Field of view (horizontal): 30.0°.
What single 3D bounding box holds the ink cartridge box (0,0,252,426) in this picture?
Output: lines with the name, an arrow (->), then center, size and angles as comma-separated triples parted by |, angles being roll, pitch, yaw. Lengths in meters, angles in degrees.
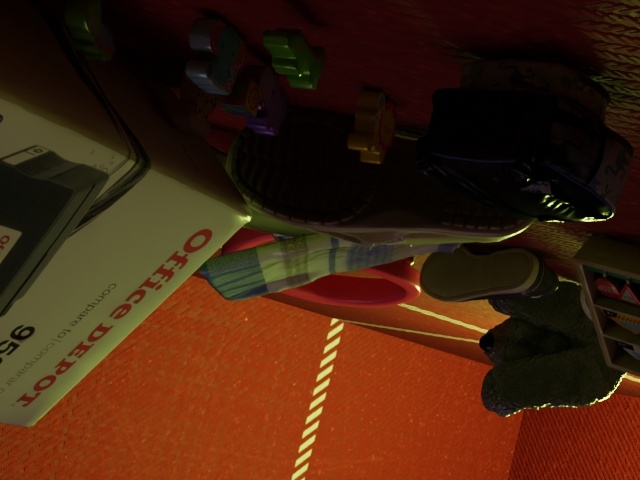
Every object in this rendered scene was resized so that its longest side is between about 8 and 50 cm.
ink cartridge box -> -0.279, -0.030, 0.861 | 0.166, 0.285, 0.395 | 55, -165, 28

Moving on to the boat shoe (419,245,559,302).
boat shoe -> 0.204, 0.048, 1.463 | 0.065, 0.075, 0.206 | 23, 165, -33

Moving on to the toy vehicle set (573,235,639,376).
toy vehicle set -> 0.382, 0.093, 1.154 | 0.266, 0.035, 0.166 | 17, 144, 44

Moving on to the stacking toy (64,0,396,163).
stacking toy -> -0.055, -0.116, 0.831 | 0.166, 0.052, 0.221 | 10, 170, 22

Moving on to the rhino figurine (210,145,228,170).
rhino figurine -> -0.176, -0.095, 1.121 | 0.243, 0.073, 0.106 | 16, 169, -25

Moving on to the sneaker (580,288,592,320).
sneaker -> 0.398, 0.075, 1.254 | 0.226, 0.086, 0.163 | 18, 169, 1

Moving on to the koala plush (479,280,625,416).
koala plush -> 0.300, 0.150, 1.636 | 0.203, 0.196, 0.221 | 5, 170, -6

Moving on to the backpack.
backpack -> 0.132, -0.059, 0.727 | 0.114, 0.084, 0.105 | 27, 167, -39

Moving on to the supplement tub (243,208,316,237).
supplement tub -> -0.038, -0.041, 1.270 | 0.107, 0.071, 0.071 | 12, 173, 25

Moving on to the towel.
towel -> 0.022, 0.014, 1.248 | 0.284, 0.034, 0.209 | -13, 172, -2

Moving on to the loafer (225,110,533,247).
loafer -> 0.051, -0.039, 0.984 | 0.268, 0.102, 0.092 | 11, 166, 18

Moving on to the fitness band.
fitness band -> 0.004, 0.032, 1.628 | 0.290, 0.054, 0.209 | 19, 158, -34

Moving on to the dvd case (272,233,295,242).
dvd case -> 0.000, 0.000, 1.475 | 0.119, 0.013, 0.087 | -5, 131, 28
